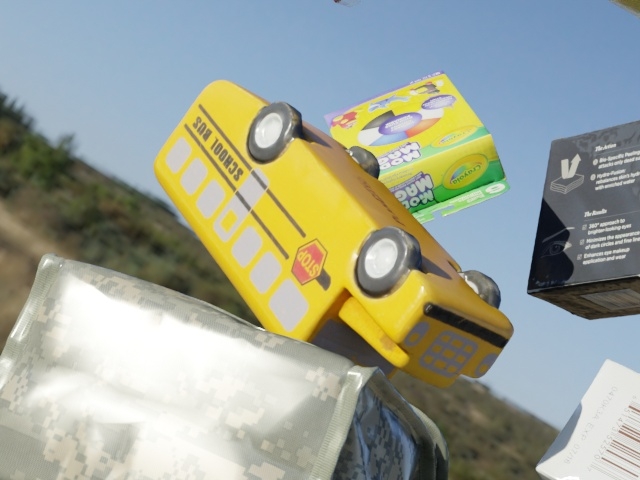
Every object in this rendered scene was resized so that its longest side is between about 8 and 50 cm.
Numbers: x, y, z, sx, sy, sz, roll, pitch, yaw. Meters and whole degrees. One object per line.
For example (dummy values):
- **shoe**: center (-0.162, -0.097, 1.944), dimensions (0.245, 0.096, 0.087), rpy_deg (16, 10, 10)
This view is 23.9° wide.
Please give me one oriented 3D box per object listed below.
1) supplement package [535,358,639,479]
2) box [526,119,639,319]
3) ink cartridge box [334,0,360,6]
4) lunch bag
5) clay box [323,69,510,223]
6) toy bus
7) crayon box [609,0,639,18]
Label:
- **supplement package**: center (0.246, 0.188, 1.139), dimensions (0.105, 0.105, 0.179), rpy_deg (25, -20, 32)
- **box**: center (0.283, -0.019, 1.373), dimensions (0.093, 0.158, 0.156), rpy_deg (23, -20, -33)
- **ink cartridge box**: center (-0.014, -0.394, 1.630), dimensions (0.273, 0.114, 0.197), rpy_deg (52, 9, -2)
- **lunch bag**: center (-0.055, 0.145, 0.997), dimensions (0.235, 0.169, 0.287), rpy_deg (19, -14, 23)
- **clay box**: center (0.084, -0.080, 1.370), dimensions (0.222, 0.127, 0.053), rpy_deg (-112, 180, -66)
- **toy bus**: center (0.000, 0.000, 1.135), dimensions (0.108, 0.130, 0.333), rpy_deg (26, 17, -42)
- **crayon box**: center (0.236, -0.199, 0.989), dimensions (0.318, 0.081, 0.202), rpy_deg (21, 2, -37)
